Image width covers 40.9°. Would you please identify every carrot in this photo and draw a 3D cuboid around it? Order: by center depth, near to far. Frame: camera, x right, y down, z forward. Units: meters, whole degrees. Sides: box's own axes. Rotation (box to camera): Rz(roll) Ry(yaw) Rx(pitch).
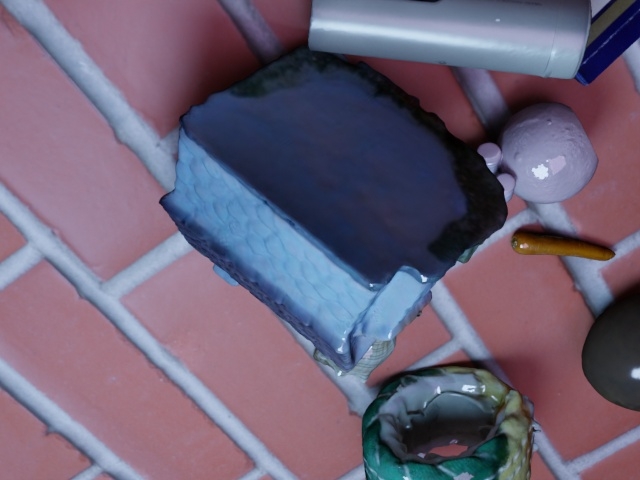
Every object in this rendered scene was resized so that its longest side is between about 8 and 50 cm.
[{"bbox_3d":[0.389,0.012,1.355,0.190,0.037,0.037,7,118,-15],"label":"carrot"}]

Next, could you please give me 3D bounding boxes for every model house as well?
[{"bbox_3d":[0.000,0.000,1.130,0.360,0.297,0.339,38,138,12],"label":"model house"}]

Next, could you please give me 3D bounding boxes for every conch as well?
[{"bbox_3d":[0.069,0.136,1.331,0.234,0.137,0.114,-43,144,24],"label":"conch"}]

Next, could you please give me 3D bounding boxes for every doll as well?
[{"bbox_3d":[0.244,-0.083,1.224,0.287,0.151,0.151,-29,121,15],"label":"doll"}]

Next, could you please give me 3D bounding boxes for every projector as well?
[{"bbox_3d":[0.154,-0.270,1.063,0.338,0.108,0.108,7,119,3],"label":"projector"}]

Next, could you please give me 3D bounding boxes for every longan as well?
[{"bbox_3d":[0.535,0.179,1.389,0.220,0.196,0.196,-25,121,1],"label":"longan"}]

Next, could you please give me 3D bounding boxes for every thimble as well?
[{"bbox_3d":[0.208,0.335,1.381,0.288,0.254,0.167,-16,122,-8],"label":"thimble"}]

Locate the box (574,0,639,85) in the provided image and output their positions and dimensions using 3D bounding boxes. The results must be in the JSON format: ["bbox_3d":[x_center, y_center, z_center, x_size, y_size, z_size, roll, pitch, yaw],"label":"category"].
[{"bbox_3d":[0.325,-0.344,1.117,0.259,0.071,0.168,38,108,-27],"label":"box"}]
